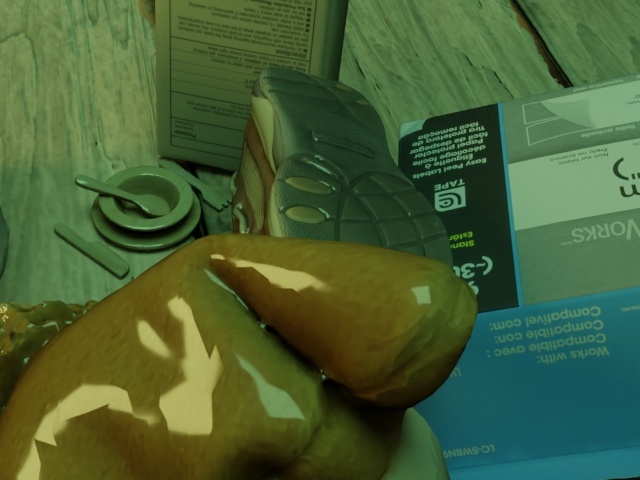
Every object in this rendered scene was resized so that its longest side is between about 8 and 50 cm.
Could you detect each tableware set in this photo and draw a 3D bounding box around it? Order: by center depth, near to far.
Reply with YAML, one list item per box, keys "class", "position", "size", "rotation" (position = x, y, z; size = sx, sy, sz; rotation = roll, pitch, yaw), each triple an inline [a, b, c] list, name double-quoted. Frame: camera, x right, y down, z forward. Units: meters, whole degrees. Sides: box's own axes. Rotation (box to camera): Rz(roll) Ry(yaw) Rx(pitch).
- class: "tableware set"
  position: [-0.098, -0.008, 0.752]
  size: [0.194, 0.039, 0.128]
  rotation: [32, 49, 24]

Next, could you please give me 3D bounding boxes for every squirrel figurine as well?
- class: "squirrel figurine"
  position: [-0.122, 0.203, 0.419]
  size: [0.397, 0.281, 0.370]
  rotation: [12, 53, 25]

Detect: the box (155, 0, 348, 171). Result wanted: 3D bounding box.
- class: "box"
  position: [-0.049, -0.210, 0.771]
  size: [0.148, 0.311, 0.121]
  rotation: [12, 41, 3]

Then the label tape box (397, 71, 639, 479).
- class: "label tape box"
  position: [0.178, 0.031, 0.645]
  size: [0.241, 0.106, 0.333]
  rotation: [-11, 40, 15]

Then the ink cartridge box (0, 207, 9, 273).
- class: "ink cartridge box"
  position: [-0.247, -0.046, 0.667]
  size: [0.066, 0.189, 0.232]
  rotation: [-28, 53, -25]

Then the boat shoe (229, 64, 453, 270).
- class: "boat shoe"
  position: [0.000, 0.000, 0.640]
  size: [0.123, 0.116, 0.324]
  rotation: [18, 29, -16]
